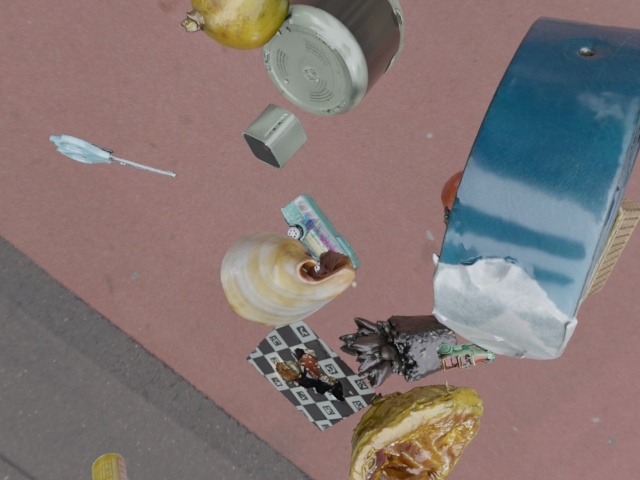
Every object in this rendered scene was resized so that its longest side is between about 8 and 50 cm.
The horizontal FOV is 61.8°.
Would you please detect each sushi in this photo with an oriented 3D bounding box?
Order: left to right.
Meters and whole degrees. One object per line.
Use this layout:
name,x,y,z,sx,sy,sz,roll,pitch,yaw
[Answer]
sushi,-0.016,0.354,1.482,0.320,0.069,0.339,43,136,3

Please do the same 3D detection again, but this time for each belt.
belt,0.277,-0.070,0.645,0.173,0.300,0.436,22,64,26

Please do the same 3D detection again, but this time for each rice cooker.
rice cooker,0.036,-0.534,1.424,0.335,0.335,0.325,40,60,-11

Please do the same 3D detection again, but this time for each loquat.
loquat,-0.191,-0.518,1.166,0.246,0.213,0.213,-35,102,-15

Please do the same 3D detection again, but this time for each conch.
conch,-0.047,0.057,0.679,0.158,0.255,0.127,19,89,-13

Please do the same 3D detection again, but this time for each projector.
projector,-0.086,-0.197,1.015,0.083,0.083,0.082,30,72,31

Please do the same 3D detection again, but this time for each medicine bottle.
medicine bottle,-0.365,0.465,0.939,0.074,0.218,0.073,-8,109,-24

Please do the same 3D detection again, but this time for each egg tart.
egg tart,0.186,0.403,1.101,0.352,0.153,0.339,-4,124,-36

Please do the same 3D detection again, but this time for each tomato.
tomato,0.526,-0.147,1.836,0.208,0.185,0.208,10,74,-39

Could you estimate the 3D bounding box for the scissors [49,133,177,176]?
scissors,-0.607,-0.243,1.592,0.361,0.191,0.029,12,76,-12

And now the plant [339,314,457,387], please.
plant,0.223,0.308,1.553,0.321,0.181,0.193,-10,101,-11

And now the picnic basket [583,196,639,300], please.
picnic basket,0.461,-0.032,1.134,0.175,0.313,0.227,-7,122,-47

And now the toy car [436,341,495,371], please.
toy car,0.369,0.290,1.350,0.143,0.054,0.073,-11,120,9

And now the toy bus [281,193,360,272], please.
toy bus,0.000,0.000,1.428,0.109,0.091,0.261,-39,86,18
